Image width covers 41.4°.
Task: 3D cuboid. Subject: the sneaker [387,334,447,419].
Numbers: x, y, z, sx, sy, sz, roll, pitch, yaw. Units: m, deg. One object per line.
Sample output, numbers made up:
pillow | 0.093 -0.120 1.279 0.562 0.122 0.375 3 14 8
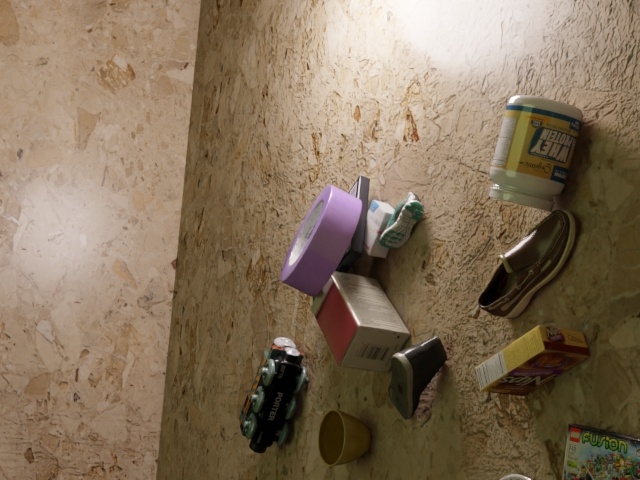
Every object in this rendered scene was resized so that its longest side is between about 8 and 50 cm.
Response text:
sneaker | 0.221 0.309 1.878 0.083 0.118 0.222 49 154 35

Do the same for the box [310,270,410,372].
box | 0.092 0.197 2.070 0.126 0.149 0.232 -65 29 24

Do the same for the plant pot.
plant pot | 0.067 0.484 2.070 0.134 0.095 0.134 -32 53 56

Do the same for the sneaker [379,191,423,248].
sneaker | 0.199 -0.050 2.074 0.166 0.065 0.076 -53 20 35

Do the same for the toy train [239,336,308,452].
toy train | -0.142 0.443 2.456 0.190 0.142 0.333 -126 52 -67

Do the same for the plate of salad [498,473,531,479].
plate of salad | 0.353 0.532 1.556 0.200 0.048 0.199 -33 52 55

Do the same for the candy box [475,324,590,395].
candy box | 0.384 0.223 1.546 0.186 0.109 0.053 -47 41 47

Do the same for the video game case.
video game case | 0.056 0.001 2.246 0.248 0.035 0.274 125 161 -44

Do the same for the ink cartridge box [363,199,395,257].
ink cartridge box | 0.149 -0.028 2.153 0.122 0.052 0.088 -68 28 17

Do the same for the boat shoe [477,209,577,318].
boat shoe | 0.389 0.048 1.615 0.257 0.095 0.095 -64 31 27

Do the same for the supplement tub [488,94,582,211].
supplement tub | 0.405 -0.165 1.612 0.144 0.144 0.199 24 102 62

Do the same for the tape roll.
tape roll | 0.000 0.000 2.128 0.274 0.090 0.275 -59 10 17

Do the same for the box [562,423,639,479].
box | 0.484 0.372 1.377 0.207 0.036 0.114 -5 76 62
